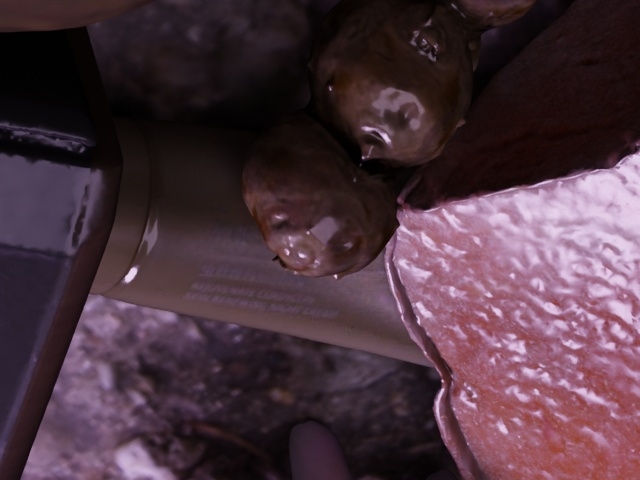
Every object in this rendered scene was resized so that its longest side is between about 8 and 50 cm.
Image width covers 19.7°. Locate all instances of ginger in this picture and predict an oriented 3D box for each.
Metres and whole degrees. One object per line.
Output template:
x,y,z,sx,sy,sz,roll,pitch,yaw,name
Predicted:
0.034,-0.076,0.838,0.080,0.104,0.204,33,93,-14,ginger

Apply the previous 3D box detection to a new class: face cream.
0.000,0.000,0.922,0.341,0.084,0.137,10,107,-31,face cream

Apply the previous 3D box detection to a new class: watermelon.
0.203,0.016,0.880,0.319,0.222,0.292,-36,125,-7,watermelon

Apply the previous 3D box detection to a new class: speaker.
-0.187,-0.031,0.733,0.153,0.231,0.193,11,120,-25,speaker

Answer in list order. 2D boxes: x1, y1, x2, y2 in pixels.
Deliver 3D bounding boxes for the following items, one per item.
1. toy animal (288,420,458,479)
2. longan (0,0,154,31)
-0.030,0.179,1.005,0.282,0.138,0.141,16,110,-19,toy animal
-0.108,-0.221,0.604,0.297,0.297,0.297,-9,126,-12,longan
